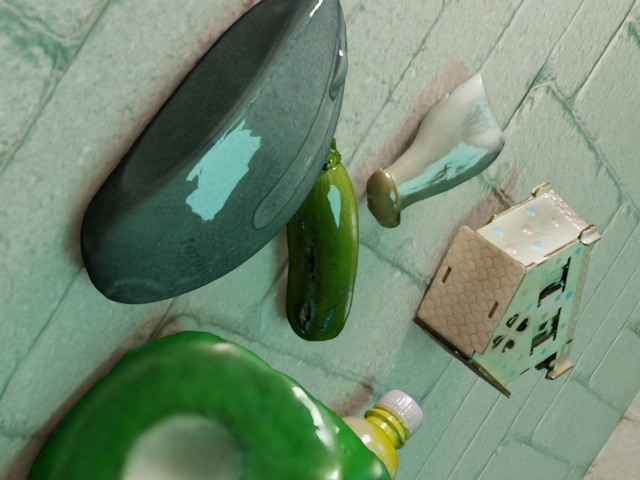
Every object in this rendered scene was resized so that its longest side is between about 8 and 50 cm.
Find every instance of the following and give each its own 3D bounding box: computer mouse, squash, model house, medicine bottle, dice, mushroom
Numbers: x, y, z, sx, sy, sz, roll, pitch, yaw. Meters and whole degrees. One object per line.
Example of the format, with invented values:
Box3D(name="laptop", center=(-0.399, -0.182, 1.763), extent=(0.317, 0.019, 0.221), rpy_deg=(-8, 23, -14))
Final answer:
Box3D(name="computer mouse", center=(-0.067, -0.082, 1.200), extent=(0.374, 0.114, 0.203), rpy_deg=(-52, 152, -13))
Box3D(name="squash", center=(0.001, -0.001, 1.434), extent=(0.087, 0.087, 0.331), rpy_deg=(-38, 146, -33))
Box3D(name="model house", center=(0.258, 0.098, 1.898), extent=(0.244, 0.169, 0.326), rpy_deg=(-31, 142, -30))
Box3D(name="medicine bottle", center=(0.053, 0.299, 1.794), extent=(0.212, 0.122, 0.122), rpy_deg=(-41, 149, -29))
Box3D(name="dice", center=(-0.109, 0.290, 1.328), extent=(0.287, 0.297, 0.300), rpy_deg=(-51, 152, -19))
Box3D(name="mushroom", center=(0.140, -0.105, 1.558), extent=(0.225, 0.093, 0.116), rpy_deg=(-42, 135, -10))
